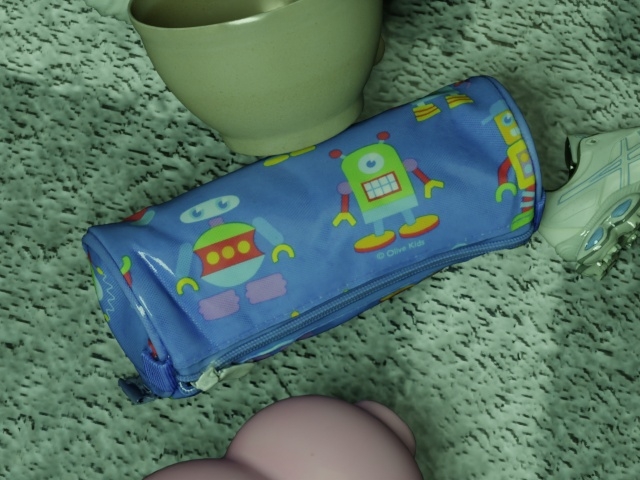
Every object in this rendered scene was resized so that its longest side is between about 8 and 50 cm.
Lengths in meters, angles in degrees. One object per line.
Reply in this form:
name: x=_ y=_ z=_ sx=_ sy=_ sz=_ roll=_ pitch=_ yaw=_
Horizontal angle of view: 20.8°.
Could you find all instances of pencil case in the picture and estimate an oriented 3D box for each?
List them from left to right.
pencil case: x=0.000 y=0.000 z=1.125 sx=0.306 sy=0.119 sz=0.133 roll=-23 pitch=62 yaw=-13

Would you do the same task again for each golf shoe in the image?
golf shoe: x=0.213 y=-0.059 z=1.197 sx=0.086 sy=0.069 sz=0.176 roll=41 pitch=70 yaw=17

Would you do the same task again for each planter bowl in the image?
planter bowl: x=-0.030 y=-0.122 z=1.115 sx=0.162 sy=0.109 sz=0.162 roll=-13 pitch=28 yaw=7

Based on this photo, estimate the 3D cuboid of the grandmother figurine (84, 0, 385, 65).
grandmother figurine: x=-0.009 y=-0.220 z=1.225 sx=0.342 sy=0.104 sz=0.208 roll=-11 pitch=61 yaw=-11

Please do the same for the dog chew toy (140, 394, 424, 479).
dog chew toy: x=-0.063 y=0.222 z=0.994 sx=0.206 sy=0.206 sz=0.332 roll=39 pitch=67 yaw=11
